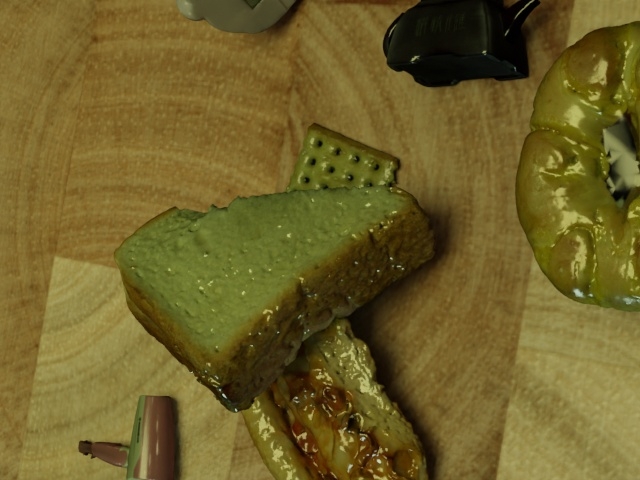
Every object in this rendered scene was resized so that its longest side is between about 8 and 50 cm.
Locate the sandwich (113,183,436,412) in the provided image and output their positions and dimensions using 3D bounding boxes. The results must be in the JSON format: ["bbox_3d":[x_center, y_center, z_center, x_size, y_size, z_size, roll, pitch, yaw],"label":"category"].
[{"bbox_3d":[-0.057,0.016,1.529,0.288,0.100,0.254,-37,40,-8],"label":"sandwich"}]

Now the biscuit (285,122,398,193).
[{"bbox_3d":[0.000,0.000,1.605,0.139,0.016,0.231,25,99,37],"label":"biscuit"}]

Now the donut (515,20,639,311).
[{"bbox_3d":[0.287,-0.066,1.333,0.208,0.128,0.262,14,92,38],"label":"donut"}]

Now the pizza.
[{"bbox_3d":[0.006,0.189,1.526,0.182,0.073,0.365,-47,64,39],"label":"pizza"}]

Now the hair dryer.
[{"bbox_3d":[-0.232,0.239,1.726,0.154,0.054,0.106,-12,73,39],"label":"hair dryer"}]

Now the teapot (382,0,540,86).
[{"bbox_3d":[0.140,-0.215,1.488,0.177,0.087,0.096,-3,78,36],"label":"teapot"}]

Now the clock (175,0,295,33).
[{"bbox_3d":[-0.135,-0.364,1.674,0.189,0.188,0.254,-58,41,16],"label":"clock"}]
